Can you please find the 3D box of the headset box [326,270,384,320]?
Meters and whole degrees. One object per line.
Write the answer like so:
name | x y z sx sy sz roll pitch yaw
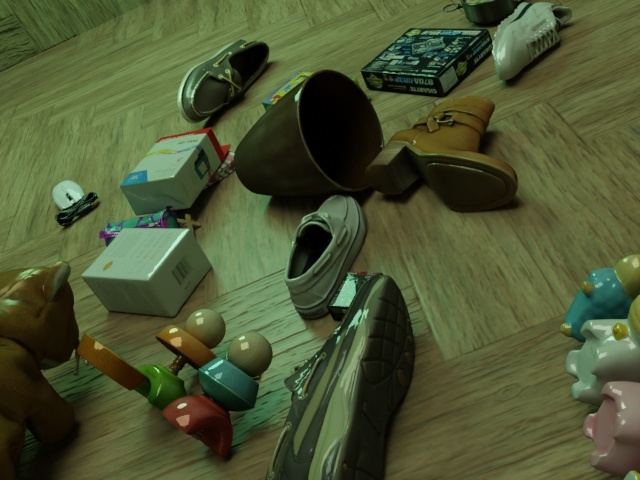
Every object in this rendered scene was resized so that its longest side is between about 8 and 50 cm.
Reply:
headset box | 0.056 0.078 1.155 0.062 0.032 0.083 1 42 35

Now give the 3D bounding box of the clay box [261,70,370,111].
clay box | -0.009 -0.301 1.697 0.127 0.053 0.222 -44 36 -23

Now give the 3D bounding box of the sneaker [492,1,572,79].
sneaker | 0.398 -0.384 1.506 0.095 0.090 0.235 11 50 31

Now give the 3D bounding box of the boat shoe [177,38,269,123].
boat shoe | -0.229 -0.393 1.922 0.097 0.116 0.324 -6 33 33

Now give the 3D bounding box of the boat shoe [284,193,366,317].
boat shoe | 0.000 0.000 1.249 0.096 0.088 0.267 -7 39 28

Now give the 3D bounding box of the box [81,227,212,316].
box | -0.301 0.053 1.384 0.171 0.091 0.130 1 43 36

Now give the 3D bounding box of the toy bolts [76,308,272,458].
toy bolts | -0.178 0.155 1.063 0.229 0.218 0.158 23 71 41

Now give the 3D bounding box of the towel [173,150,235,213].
towel | -0.269 -0.133 1.676 0.197 0.029 0.144 -37 35 -20

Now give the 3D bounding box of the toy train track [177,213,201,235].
toy train track | -0.249 -0.019 1.507 0.014 0.048 0.083 -61 31 33

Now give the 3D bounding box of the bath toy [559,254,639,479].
bath toy | 0.335 0.165 0.771 0.129 0.151 0.348 14 40 -3

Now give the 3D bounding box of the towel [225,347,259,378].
towel | -0.112 0.176 1.160 0.060 0.009 0.083 -17 35 13

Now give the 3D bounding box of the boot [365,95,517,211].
boot | 0.236 -0.151 1.299 0.284 0.109 0.220 4 40 48

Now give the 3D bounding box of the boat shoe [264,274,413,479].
boat shoe | 0.018 0.177 0.960 0.130 0.132 0.355 -7 37 27

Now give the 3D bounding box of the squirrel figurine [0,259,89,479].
squirrel figurine | -0.498 0.158 1.103 0.281 0.397 0.370 -8 47 34

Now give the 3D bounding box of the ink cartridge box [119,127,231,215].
ink cartridge box | -0.288 -0.153 1.615 0.134 0.078 0.231 -7 35 25

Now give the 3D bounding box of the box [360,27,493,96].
box | 0.216 -0.372 1.638 0.175 0.051 0.220 -44 37 -24

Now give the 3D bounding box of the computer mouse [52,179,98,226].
computer mouse | -0.581 -0.099 1.828 0.106 0.042 0.193 -38 35 -14

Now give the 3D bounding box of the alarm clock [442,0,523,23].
alarm clock | 0.356 -0.518 1.729 0.192 0.064 0.129 0 42 31

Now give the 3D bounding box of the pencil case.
pencil case | -0.344 -0.019 1.531 0.152 0.070 0.064 -13 78 22

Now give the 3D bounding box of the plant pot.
plant pot | -0.042 -0.164 1.423 0.231 0.215 0.215 -16 32 42
